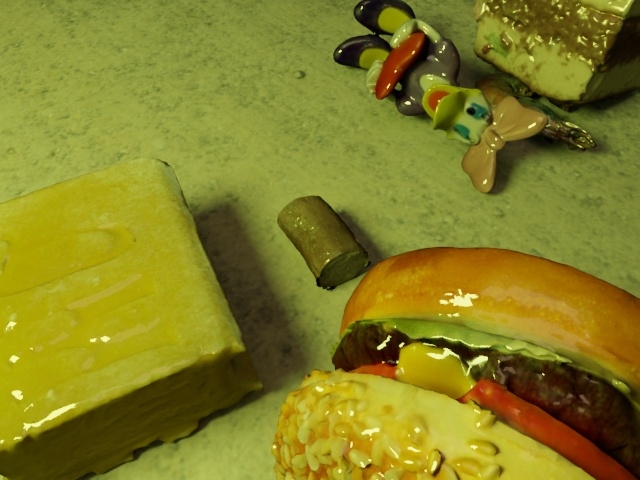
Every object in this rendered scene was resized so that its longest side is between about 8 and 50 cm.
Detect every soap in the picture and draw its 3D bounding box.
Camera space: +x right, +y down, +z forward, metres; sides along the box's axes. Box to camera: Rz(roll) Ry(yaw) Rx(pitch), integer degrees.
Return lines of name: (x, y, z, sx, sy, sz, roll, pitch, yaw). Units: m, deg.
soap: (-0.260, 0.085, 0.655, 0.293, 0.156, 0.335, -22, 54, -10)

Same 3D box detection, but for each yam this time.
yam: (0.002, -0.002, 0.762, 0.084, 0.084, 0.127, -25, 58, -17)

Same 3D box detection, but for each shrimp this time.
shrimp: (0.377, -0.228, 0.949, 0.143, 0.052, 0.251, -24, 55, -22)

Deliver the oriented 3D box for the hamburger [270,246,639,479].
hamburger: (0.130, 0.180, 0.466, 0.330, 0.330, 0.250, 18, 56, 15)

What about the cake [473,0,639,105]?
cake: (0.448, -0.408, 0.922, 0.282, 0.290, 0.256, -20, 52, -32)

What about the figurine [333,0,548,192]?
figurine: (0.181, -0.262, 0.926, 0.193, 0.154, 0.421, 14, 35, -33)
